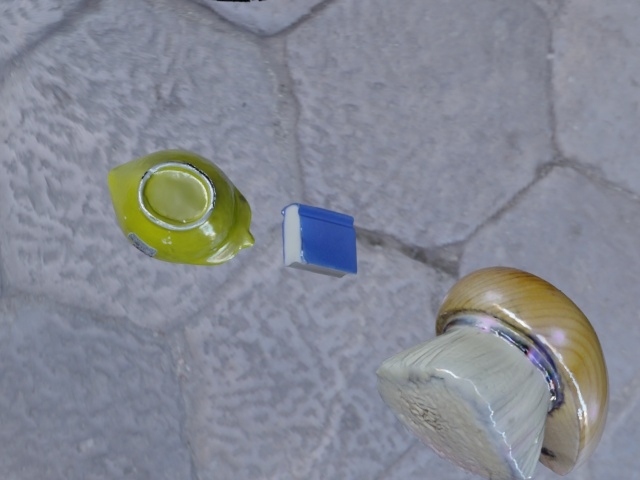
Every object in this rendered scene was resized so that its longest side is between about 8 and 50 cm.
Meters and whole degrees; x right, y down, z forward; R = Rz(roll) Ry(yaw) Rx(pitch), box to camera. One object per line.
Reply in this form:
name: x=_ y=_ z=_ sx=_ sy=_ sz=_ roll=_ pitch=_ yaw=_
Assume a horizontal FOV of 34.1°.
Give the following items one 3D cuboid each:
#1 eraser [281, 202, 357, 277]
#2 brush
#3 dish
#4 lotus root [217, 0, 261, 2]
eraser: x=0.000 y=0.000 z=1.043 sx=0.085 sy=0.027 sz=0.063 roll=13 pitch=69 yaw=-46
brush: x=0.193 y=0.168 z=1.060 sx=0.166 sy=0.174 sz=0.266 roll=-49 pitch=119 yaw=-29
dish: x=-0.176 y=-0.047 z=1.314 sx=0.208 sy=0.080 sz=0.148 roll=23 pitch=79 yaw=-2
lotus root: x=-0.137 y=-0.325 z=0.948 sx=0.196 sy=0.397 sz=0.179 roll=36 pitch=80 yaw=-48
